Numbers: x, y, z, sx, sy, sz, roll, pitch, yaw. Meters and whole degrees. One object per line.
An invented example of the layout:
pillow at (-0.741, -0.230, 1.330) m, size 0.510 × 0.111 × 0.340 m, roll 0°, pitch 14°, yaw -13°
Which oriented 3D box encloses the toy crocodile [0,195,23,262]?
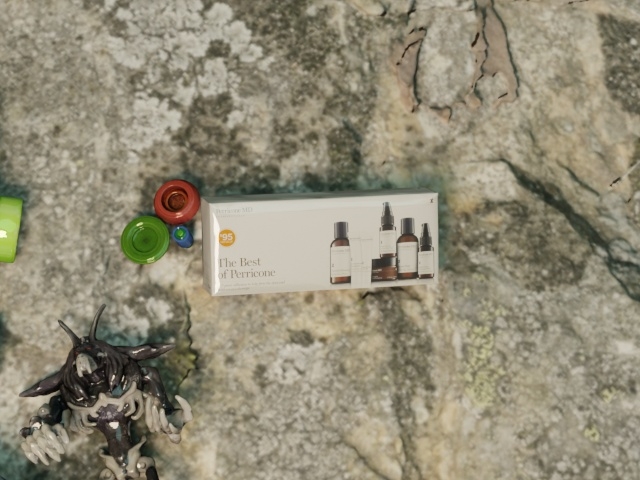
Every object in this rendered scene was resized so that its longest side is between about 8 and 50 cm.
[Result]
toy crocodile at (-0.360, 0.042, 1.759) m, size 0.115 × 0.105 × 0.340 m, roll 9°, pitch 72°, yaw -9°

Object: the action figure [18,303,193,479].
action figure at (-0.196, 0.190, 1.733) m, size 0.164 × 0.141 × 0.275 m, roll -18°, pitch 79°, yaw -5°

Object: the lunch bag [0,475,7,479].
lunch bag at (-0.376, 0.326, 1.629) m, size 0.224 × 0.108 × 0.279 m, roll 34°, pitch 89°, yaw 2°

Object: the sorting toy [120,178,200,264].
sorting toy at (-0.157, -0.013, 1.858) m, size 0.061 × 0.042 × 0.102 m, roll 35°, pitch 81°, yaw 16°

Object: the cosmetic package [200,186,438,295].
cosmetic package at (0.000, 0.000, 1.854) m, size 0.239 × 0.060 × 0.098 m, roll -3°, pitch 97°, yaw -13°
